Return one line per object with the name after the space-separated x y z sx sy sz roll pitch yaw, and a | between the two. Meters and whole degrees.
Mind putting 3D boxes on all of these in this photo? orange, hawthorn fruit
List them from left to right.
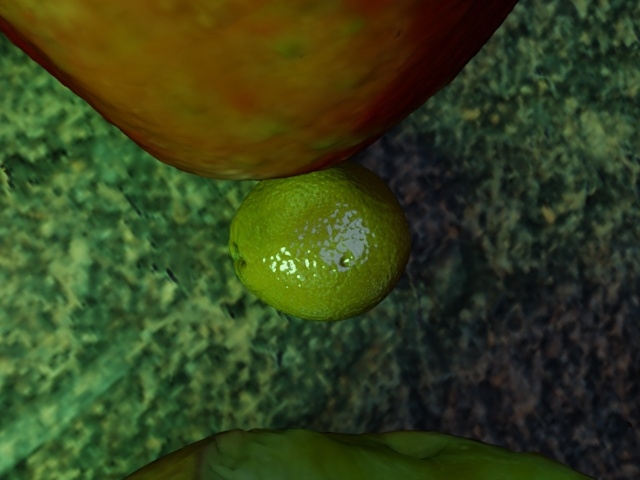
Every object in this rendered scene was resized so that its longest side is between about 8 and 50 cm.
-0.025 -0.149 0.497 0.265 0.307 0.265 -7 59 12 | hawthorn fruit
0.000 0.000 0.582 0.085 0.085 0.085 2 85 -23 | orange

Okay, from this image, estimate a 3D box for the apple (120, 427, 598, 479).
0.017 0.238 0.421 0.339 0.339 0.340 2 85 -23 | apple
